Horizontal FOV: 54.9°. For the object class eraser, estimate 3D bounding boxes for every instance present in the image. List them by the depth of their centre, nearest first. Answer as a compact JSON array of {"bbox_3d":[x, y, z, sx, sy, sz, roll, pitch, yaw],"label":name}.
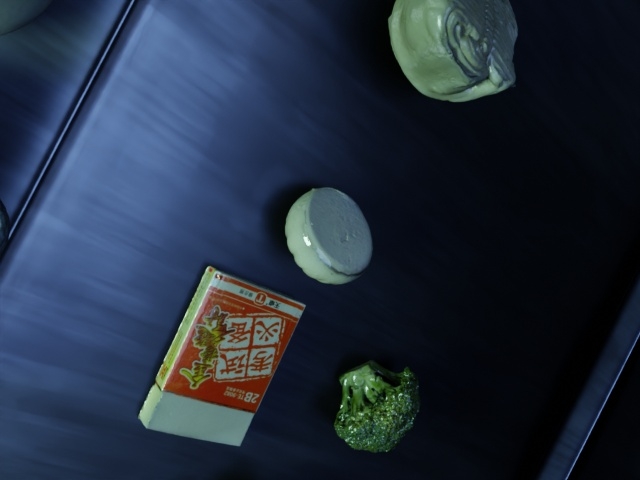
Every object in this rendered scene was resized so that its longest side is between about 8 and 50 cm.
[{"bbox_3d":[-0.134,0.166,0.861,0.157,0.038,0.230,25,89,-35],"label":"eraser"}]

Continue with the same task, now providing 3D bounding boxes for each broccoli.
[{"bbox_3d":[0.093,0.264,0.984,0.162,0.146,0.137,-24,85,-8],"label":"broccoli"}]

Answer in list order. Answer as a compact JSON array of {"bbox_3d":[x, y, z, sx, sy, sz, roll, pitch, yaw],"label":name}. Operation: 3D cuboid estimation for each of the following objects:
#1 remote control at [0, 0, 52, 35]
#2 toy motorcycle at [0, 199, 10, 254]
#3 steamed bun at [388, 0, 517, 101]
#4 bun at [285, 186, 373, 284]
[{"bbox_3d":[-0.317,-0.346,0.548,0.221,0.103,0.332,21,94,-31],"label":"remote control"},{"bbox_3d":[-0.447,-0.080,0.523,0.341,0.108,0.222,4,74,-21],"label":"toy motorcycle"},{"bbox_3d":[0.174,-0.288,0.857,0.211,0.144,0.217,34,54,-41],"label":"steamed bun"},{"bbox_3d":[0.000,0.000,0.864,0.138,0.094,0.138,23,56,-38],"label":"bun"}]
